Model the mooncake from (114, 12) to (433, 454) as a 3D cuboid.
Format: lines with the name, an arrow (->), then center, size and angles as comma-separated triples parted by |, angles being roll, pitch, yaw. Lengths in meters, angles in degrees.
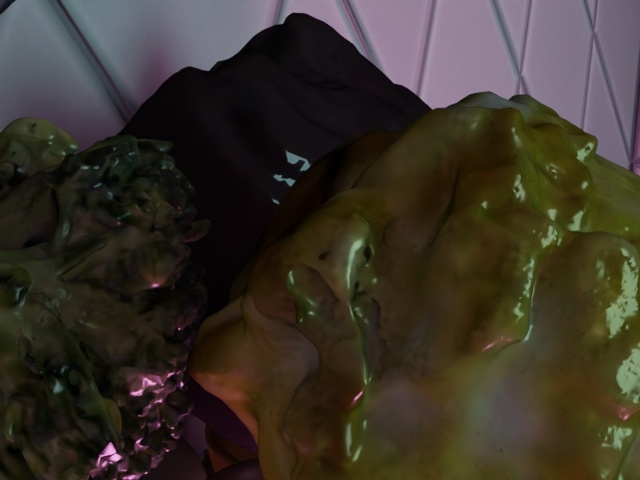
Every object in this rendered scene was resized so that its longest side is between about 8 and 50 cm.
mooncake -> 0.000, 0.000, 1.263 | 0.350, 0.212, 0.381 | 45, 20, -11

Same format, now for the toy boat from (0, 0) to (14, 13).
toy boat -> -0.238, -0.139, 0.892 | 0.293, 0.111, 0.276 | -50, 168, -20

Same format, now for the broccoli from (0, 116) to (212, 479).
broccoli -> -0.201, 0.059, 0.969 | 0.245, 0.248, 0.288 | 37, 56, -19

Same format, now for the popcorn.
popcorn -> 0.084, 0.086, 0.937 | 0.312, 0.312, 0.312 | -1, 90, -70

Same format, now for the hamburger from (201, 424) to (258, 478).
hamburger -> 0.033, 0.240, 1.414 | 0.274, 0.274, 0.212 | -41, 128, -65

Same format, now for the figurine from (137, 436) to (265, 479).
figurine -> -0.099, 0.328, 1.113 | 0.248, 0.277, 0.388 | -27, 114, -42
